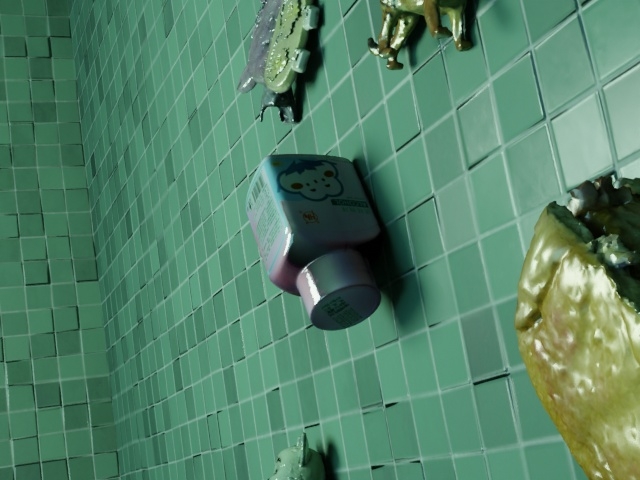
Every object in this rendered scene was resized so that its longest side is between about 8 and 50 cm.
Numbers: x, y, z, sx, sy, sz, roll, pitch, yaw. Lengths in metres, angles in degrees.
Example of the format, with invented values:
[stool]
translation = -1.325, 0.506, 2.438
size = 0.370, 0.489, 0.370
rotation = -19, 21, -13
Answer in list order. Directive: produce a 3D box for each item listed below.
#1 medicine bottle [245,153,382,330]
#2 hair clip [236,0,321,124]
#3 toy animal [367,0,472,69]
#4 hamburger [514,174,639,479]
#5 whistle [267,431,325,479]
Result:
[medicine bottle]
translation = 0.000, 0.000, 1.048
size = 0.094, 0.119, 0.188
rotation = -63, 37, 43
[hair clip]
translation = -0.050, -0.239, 1.212
size = 0.146, 0.056, 0.187
rotation = 22, 111, 56
[toy animal]
translation = 0.100, -0.220, 0.886
size = 0.241, 0.056, 0.099
rotation = 180, 93, -68
[hamburger]
translation = 0.215, 0.096, 0.540
size = 0.245, 0.155, 0.282
rotation = 167, 95, -69
[whistle]
translation = -0.034, 0.355, 1.179
size = 0.114, 0.077, 0.236
rotation = 105, 169, -61
